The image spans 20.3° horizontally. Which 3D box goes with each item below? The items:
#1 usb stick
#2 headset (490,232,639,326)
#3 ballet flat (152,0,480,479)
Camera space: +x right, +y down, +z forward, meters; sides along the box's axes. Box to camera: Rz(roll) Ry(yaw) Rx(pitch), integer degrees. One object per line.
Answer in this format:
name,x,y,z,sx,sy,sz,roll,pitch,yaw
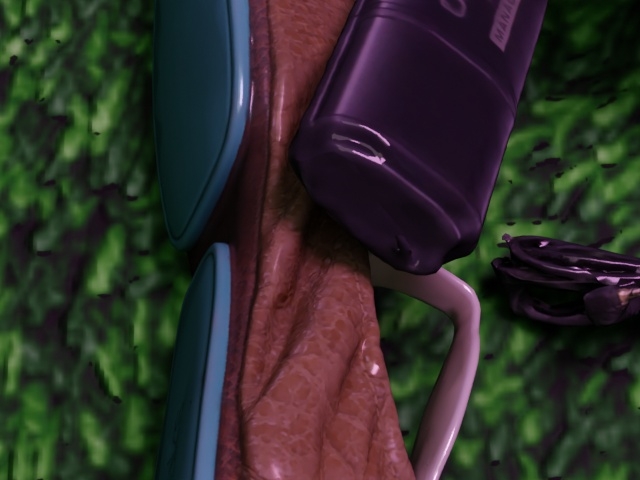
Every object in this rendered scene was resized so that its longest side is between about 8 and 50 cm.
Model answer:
usb stick,0.053,-0.094,0.699,0.077,0.045,0.278,36,41,-13
headset,0.157,-0.162,0.700,0.185,0.243,0.394,-1,88,15
ballet flat,0.000,0.000,0.680,0.124,0.116,0.342,11,51,-19
